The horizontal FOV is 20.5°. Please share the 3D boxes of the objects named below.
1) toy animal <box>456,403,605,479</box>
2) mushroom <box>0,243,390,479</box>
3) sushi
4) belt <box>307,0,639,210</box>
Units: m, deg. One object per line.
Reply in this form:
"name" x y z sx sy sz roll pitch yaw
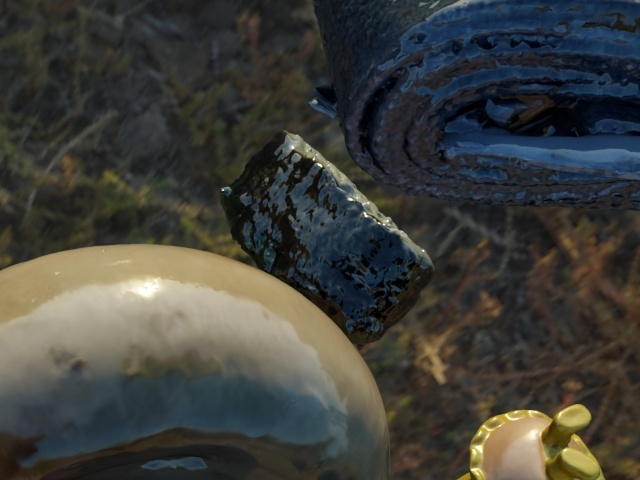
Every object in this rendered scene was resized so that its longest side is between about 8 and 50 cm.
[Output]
"toy animal" 0.180 0.241 1.617 0.156 0.230 0.156 17 43 -17
"mushroom" -0.121 0.180 1.092 0.362 0.362 0.294 1 38 -22
"sushi" 0.000 0.000 1.683 0.127 0.124 0.225 -47 57 4
"belt" 0.110 -0.071 0.719 0.218 0.122 0.128 2 48 -15
